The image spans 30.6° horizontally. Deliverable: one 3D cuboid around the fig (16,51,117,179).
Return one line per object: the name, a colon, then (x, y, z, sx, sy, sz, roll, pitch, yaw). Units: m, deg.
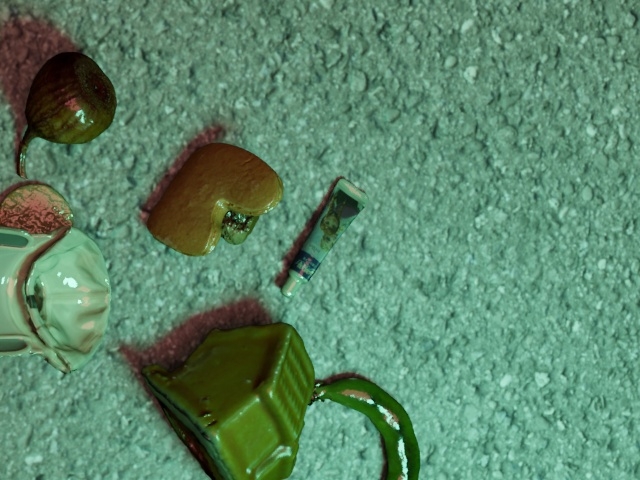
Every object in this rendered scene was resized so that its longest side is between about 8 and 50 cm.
fig: (-0.403, -0.187, 1.765, 0.201, 0.146, 0.133, -34, 99, 29)

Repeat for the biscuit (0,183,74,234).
biscuit: (-0.439, -0.029, 1.798, 0.120, 0.015, 0.120, -1, 92, -14)

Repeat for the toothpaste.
toothpaste: (0.000, 0.000, 1.903, 0.062, 0.037, 0.216, 36, 79, -12)

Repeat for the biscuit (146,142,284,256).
biscuit: (-0.162, -0.057, 1.795, 0.192, 0.186, 0.036, -56, 147, -7)

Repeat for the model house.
model house: (-0.108, 0.260, 1.839, 0.239, 0.173, 0.268, -39, 129, -21)

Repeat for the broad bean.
broad bean: (0.092, 0.336, 1.940, 0.144, 0.049, 0.292, -35, 99, -4)

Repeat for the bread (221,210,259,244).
bread: (-0.126, -0.045, 1.844, 0.060, 0.082, 0.113, 27, 65, -1)

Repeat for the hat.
hat: (-0.444, 0.086, 1.756, 0.226, 0.164, 0.219, 3, 87, 6)
